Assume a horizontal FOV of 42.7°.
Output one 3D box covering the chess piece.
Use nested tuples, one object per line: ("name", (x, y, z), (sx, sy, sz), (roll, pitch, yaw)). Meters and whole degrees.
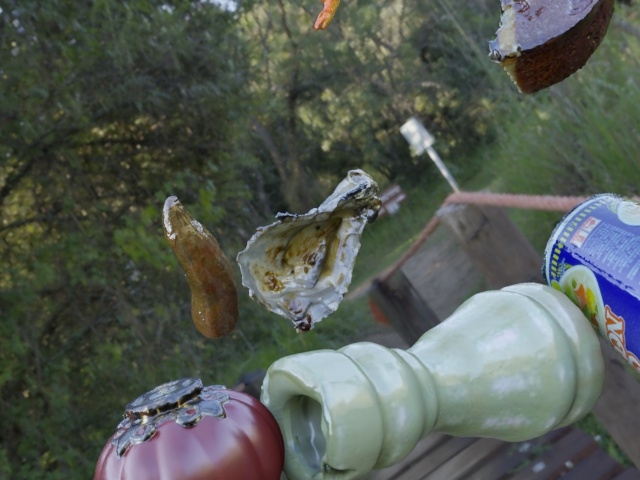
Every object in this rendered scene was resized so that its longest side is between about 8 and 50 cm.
("chess piece", (0.145, 0.199, 1.103), (0.442, 0.234, 0.234), (-10, -14, -31))

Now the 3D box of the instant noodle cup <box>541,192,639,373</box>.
("instant noodle cup", (0.485, 0.068, 1.149), (0.284, 0.284, 0.312), (-35, 29, -7))

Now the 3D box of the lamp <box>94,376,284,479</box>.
("lamp", (-0.151, 0.273, 0.969), (0.227, 0.227, 0.227), (-35, 0, 0))

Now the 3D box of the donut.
("donut", (0.305, -0.276, 1.046), (0.144, 0.187, 0.126), (0, -27, 27))

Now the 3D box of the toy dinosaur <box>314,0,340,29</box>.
("toy dinosaur", (0.023, -0.469, 1.265), (0.070, 0.117, 0.288), (-65, -8, -84))

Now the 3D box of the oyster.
("oyster", (-0.006, -0.006, 1.411), (0.337, 0.198, 0.133), (-49, 28, -23))

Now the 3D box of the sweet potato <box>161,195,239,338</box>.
("sweet potato", (-0.197, 0.052, 1.410), (0.097, 0.292, 0.097), (-9, 32, 6))
